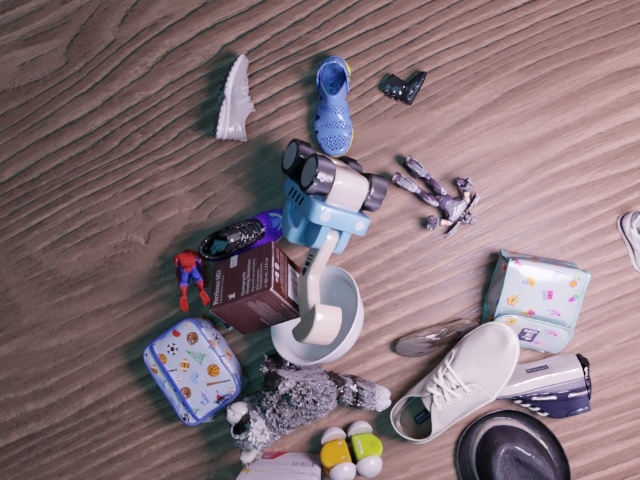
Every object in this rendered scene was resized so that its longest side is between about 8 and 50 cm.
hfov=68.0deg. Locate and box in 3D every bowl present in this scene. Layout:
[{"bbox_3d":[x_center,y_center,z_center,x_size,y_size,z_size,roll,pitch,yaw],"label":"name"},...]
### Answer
[{"bbox_3d":[0.012,0.230,1.359,0.298,0.134,0.297,-20,49,25],"label":"bowl"}]

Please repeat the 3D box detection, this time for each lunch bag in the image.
[{"bbox_3d":[-0.381,0.398,1.438,0.243,0.115,0.303,-35,83,6],"label":"lunch bag"},{"bbox_3d":[0.583,0.178,1.316,0.224,0.160,0.262,11,102,4],"label":"lunch bag"}]

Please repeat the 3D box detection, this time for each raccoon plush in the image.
[{"bbox_3d":[-0.048,0.520,1.354,0.447,0.216,0.299,18,96,7],"label":"raccoon plush"}]

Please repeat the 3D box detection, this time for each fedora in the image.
[{"bbox_3d":[0.544,0.645,1.302,0.334,0.152,0.333,0,88,7],"label":"fedora"}]

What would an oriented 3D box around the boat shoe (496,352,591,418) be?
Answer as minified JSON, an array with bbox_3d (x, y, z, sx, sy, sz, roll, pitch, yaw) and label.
[{"bbox_3d":[0.582,0.432,1.326,0.341,0.127,0.158,-15,103,16],"label":"boat shoe"}]

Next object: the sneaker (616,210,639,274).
[{"bbox_3d":[0.916,0.026,1.313,0.090,0.095,0.235,-32,86,3],"label":"sneaker"}]

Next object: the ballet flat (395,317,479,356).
[{"bbox_3d":[0.339,0.278,1.392,0.250,0.058,0.084,-20,121,11],"label":"ballet flat"}]

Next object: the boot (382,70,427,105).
[{"bbox_3d":[0.253,-0.475,1.434,0.099,0.045,0.121,30,92,10],"label":"boot"}]

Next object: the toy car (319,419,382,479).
[{"bbox_3d":[0.090,0.625,1.368,0.182,0.159,0.136,-11,126,-7],"label":"toy car"}]

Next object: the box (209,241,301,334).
[{"bbox_3d":[-0.177,0.139,1.343,0.203,0.167,0.168,-21,48,19],"label":"box"}]

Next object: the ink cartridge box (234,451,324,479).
[{"bbox_3d":[-0.115,0.696,1.297,0.226,0.306,0.131,0,88,7],"label":"ink cartridge box"}]

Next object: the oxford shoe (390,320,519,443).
[{"bbox_3d":[0.355,0.397,1.282,0.449,0.130,0.169,-50,52,18],"label":"oxford shoe"}]

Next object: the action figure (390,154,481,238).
[{"bbox_3d":[0.343,-0.126,1.384,0.285,0.099,0.185,36,87,3],"label":"action figure"}]

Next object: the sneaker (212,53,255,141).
[{"bbox_3d":[-0.257,-0.437,1.479,0.115,0.105,0.281,14,85,-27],"label":"sneaker"}]

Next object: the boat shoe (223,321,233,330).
[{"bbox_3d":[-0.247,0.227,1.462,0.125,0.046,0.038,-41,89,12],"label":"boat shoe"}]

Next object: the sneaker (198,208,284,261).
[{"bbox_3d":[-0.233,-0.008,1.417,0.294,0.146,0.102,-25,85,5],"label":"sneaker"}]

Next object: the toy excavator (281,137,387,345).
[{"bbox_3d":[0.000,0.000,1.298,0.223,0.433,0.445,13,110,-29],"label":"toy excavator"}]

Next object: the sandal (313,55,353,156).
[{"bbox_3d":[0.034,-0.408,1.409,0.126,0.138,0.317,-4,89,4],"label":"sandal"}]

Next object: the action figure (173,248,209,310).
[{"bbox_3d":[-0.381,0.130,1.410,0.092,0.280,0.139,-13,125,-13],"label":"action figure"}]
